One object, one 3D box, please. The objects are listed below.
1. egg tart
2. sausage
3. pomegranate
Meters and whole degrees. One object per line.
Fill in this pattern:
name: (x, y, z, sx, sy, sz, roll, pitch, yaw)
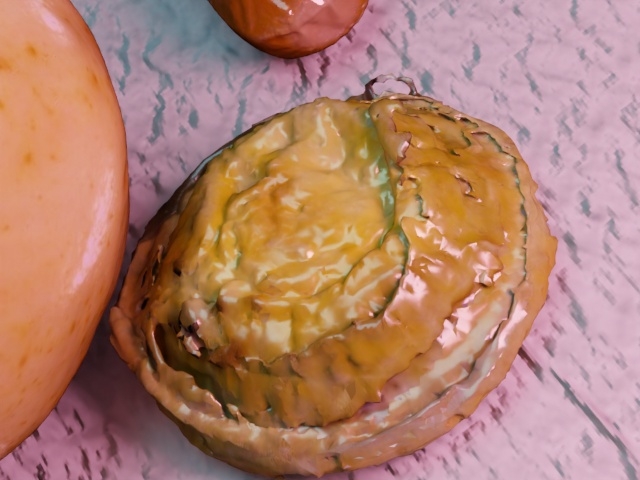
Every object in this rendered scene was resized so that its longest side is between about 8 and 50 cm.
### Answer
egg tart: (0.000, 0.000, 1.157, 0.291, 0.107, 0.291, -14, 51, 18)
sausage: (-0.054, -0.221, 1.356, 0.105, 0.105, 0.274, -35, 47, 1)
pomegranate: (-0.307, -0.024, 1.146, 0.411, 0.411, 0.411, -15, 51, 19)
